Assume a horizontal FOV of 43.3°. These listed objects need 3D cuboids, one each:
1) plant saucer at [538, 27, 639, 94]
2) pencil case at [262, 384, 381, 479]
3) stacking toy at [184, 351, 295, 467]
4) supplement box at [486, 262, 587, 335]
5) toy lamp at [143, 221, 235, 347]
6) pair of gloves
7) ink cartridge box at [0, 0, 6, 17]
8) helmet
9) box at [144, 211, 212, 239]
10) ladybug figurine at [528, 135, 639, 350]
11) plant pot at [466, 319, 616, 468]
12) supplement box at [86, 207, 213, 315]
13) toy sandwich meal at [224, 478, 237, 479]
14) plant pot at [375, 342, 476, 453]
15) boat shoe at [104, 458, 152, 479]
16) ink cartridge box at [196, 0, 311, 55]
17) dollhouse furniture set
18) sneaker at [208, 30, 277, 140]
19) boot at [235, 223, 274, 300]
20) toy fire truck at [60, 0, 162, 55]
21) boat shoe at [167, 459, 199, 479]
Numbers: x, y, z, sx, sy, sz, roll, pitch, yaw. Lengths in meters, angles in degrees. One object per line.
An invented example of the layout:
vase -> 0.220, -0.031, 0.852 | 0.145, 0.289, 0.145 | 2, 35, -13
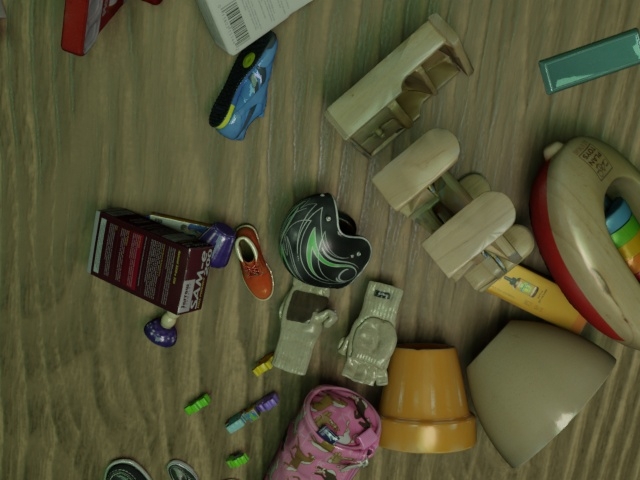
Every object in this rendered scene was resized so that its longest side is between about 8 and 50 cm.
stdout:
plant saucer -> 0.508, -0.333, 1.504 | 0.192, 0.018, 0.067 | -18, 104, 5
pencil case -> -0.021, 0.468, 1.590 | 0.160, 0.167, 0.386 | 20, 121, -9
stacking toy -> -0.143, 0.352, 1.659 | 0.221, 0.052, 0.167 | -31, 101, 9
supplement box -> 0.416, 0.098, 1.583 | 0.233, 0.080, 0.078 | 26, 101, -9
toy lamp -> -0.247, 0.085, 1.551 | 0.080, 0.080, 0.275 | 29, 112, -8
pair of gloves -> 0.032, 0.170, 1.573 | 0.240, 0.042, 0.204 | 7, 77, 10
ink cartridge box -> -0.635, -0.442, 1.441 | 0.104, 0.061, 0.181 | -10, 104, 2
helmet -> 0.000, 0.000, 1.510 | 0.161, 0.169, 0.169 | 31, 103, -25
box -> -0.286, -0.005, 1.575 | 0.136, 0.028, 0.081 | 11, 105, -6
ladybug figurine -> 0.525, 0.014, 1.483 | 0.162, 0.305, 0.449 | -25, 101, 50
plant pot -> 0.394, 0.263, 1.546 | 0.191, 0.284, 0.284 | 44, 101, 13
supplement box -> -0.320, 0.035, 1.503 | 0.239, 0.073, 0.130 | 21, 106, 29
toy sandwich meal -> -0.187, 0.547, 1.715 | 0.085, 0.029, 0.086 | 0, 104, -1
plant pot -> 0.201, 0.300, 1.583 | 0.205, 0.205, 0.188 | -1, 89, 0
boat shoe -> -0.385, 0.609, 1.697 | 0.114, 0.091, 0.303 | -17, 104, 3
ink cartridge box -> -0.109, -0.501, 1.352 | 0.261, 0.066, 0.296 | -37, 141, -13
dollhouse furniture set -> 0.236, -0.142, 1.388 | 0.256, 0.362, 0.394 | -40, 71, 11
sneaker -> -0.126, -0.284, 1.494 | 0.082, 0.069, 0.209 | 25, 95, -40
boot -> -0.132, 0.052, 1.562 | 0.059, 0.085, 0.158 | -17, 105, 2
toy fire truck -> -0.341, -0.477, 1.312 | 0.169, 0.254, 0.302 | 21, 136, -6
boat shoe -> -0.275, 0.525, 1.703 | 0.049, 0.040, 0.142 | -33, 103, 8
